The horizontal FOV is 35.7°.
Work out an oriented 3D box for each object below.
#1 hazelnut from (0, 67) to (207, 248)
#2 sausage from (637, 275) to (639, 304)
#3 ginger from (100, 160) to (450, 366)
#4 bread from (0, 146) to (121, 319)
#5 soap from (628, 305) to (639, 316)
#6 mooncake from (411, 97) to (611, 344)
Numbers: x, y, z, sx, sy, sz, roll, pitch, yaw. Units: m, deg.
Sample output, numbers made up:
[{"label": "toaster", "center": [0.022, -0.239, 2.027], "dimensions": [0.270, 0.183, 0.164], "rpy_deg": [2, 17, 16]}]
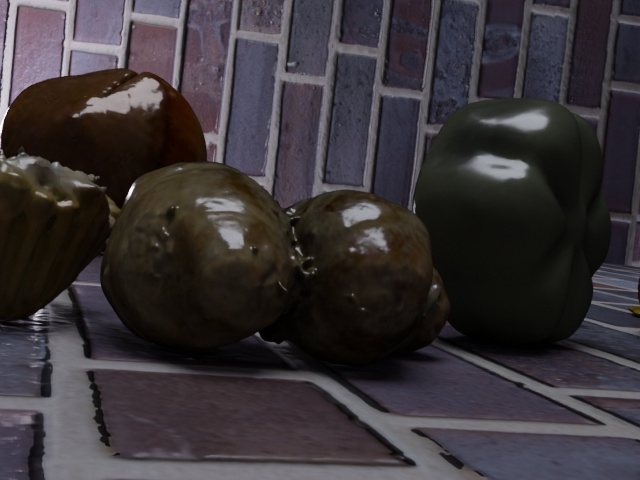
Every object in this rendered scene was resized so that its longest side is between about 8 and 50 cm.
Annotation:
[{"label": "hazelnut", "center": [-0.374, -0.129, 1.722], "dimensions": [0.372, 0.315, 0.372], "rpy_deg": [1, -28, 1]}, {"label": "sausage", "center": [0.504, 0.058, 1.271], "dimensions": [0.152, 0.152, 0.279], "rpy_deg": [8, 5, 40]}, {"label": "ginger", "center": [-0.022, 0.029, 0.809], "dimensions": [0.304, 0.155, 0.244], "rpy_deg": [14, -6, -13]}, {"label": "bread", "center": [-0.309, -0.014, 0.864], "dimensions": [0.274, 0.149, 0.274], "rpy_deg": [10, 3, -1]}, {"label": "soap", "center": [0.504, 0.112, 1.561], "dimensions": [0.034, 0.012, 0.089], "rpy_deg": [7, 3, 8]}, {"label": "mooncake", "center": [0.212, -0.019, 1.039], "dimensions": [0.135, 0.275, 0.275], "rpy_deg": [4, 1, 36]}]
